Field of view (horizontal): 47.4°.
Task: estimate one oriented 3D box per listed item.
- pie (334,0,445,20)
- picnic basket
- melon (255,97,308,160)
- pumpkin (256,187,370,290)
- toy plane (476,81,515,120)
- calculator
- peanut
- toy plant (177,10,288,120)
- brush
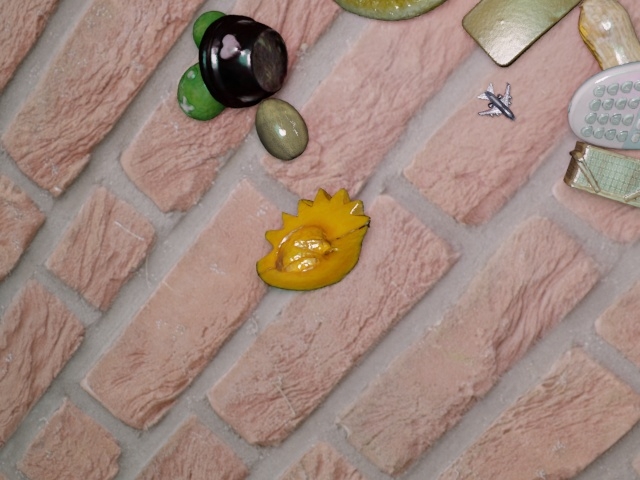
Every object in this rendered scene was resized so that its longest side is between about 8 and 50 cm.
[{"bbox_3d":[0.120,-0.558,1.347,0.323,0.071,0.322,10,110,29],"label":"pie"},{"bbox_3d":[0.527,-0.119,1.315,0.164,0.115,0.079,19,103,10],"label":"picnic basket"},{"bbox_3d":[-0.078,-0.222,1.454,0.098,0.098,0.130,-27,96,16],"label":"melon"},{"bbox_3d":[0.000,0.000,1.486,0.254,0.149,0.130,-28,52,14],"label":"pumpkin"},{"bbox_3d":[0.339,-0.258,1.382,0.083,0.031,0.078,45,106,3],"label":"toy plane"},{"bbox_3d":[0.581,-0.236,1.269,0.296,0.042,0.184,-1,137,0],"label":"calculator"},{"bbox_3d":[0.526,-0.343,1.296,0.087,0.087,0.206,-28,91,16],"label":"peanut"},{"bbox_3d":[-0.183,-0.343,1.435,0.235,0.175,0.217,11,95,40],"label":"toy plant"},{"bbox_3d":[0.369,-0.421,1.334,0.197,0.059,0.123,-41,85,14],"label":"brush"}]
